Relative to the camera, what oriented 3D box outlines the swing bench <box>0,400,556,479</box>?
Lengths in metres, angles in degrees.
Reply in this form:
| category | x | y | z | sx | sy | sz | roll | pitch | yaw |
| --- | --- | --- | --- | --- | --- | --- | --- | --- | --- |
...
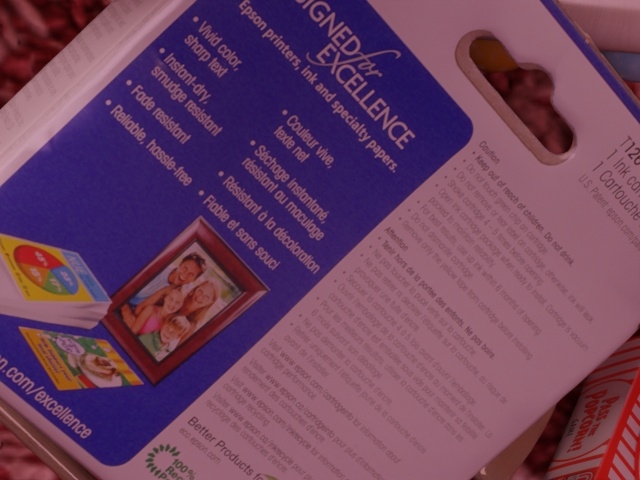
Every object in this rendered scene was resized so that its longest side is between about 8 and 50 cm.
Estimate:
| category | x | y | z | sx | sy | sz | roll | pitch | yaw |
| --- | --- | --- | --- | --- | --- | --- | --- | --- | --- |
| swing bench | -0.027 | 0.057 | 1.007 | 0.255 | 0.165 | 0.253 | -41 | 107 | 9 |

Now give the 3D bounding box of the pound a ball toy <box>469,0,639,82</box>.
| category | x | y | z | sx | sy | sz | roll | pitch | yaw |
| --- | --- | --- | --- | --- | --- | --- | --- | --- | --- |
| pound a ball toy | 0.079 | -0.145 | 0.922 | 0.319 | 0.208 | 0.135 | 4 | 109 | -7 |

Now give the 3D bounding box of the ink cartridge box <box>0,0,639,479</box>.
| category | x | y | z | sx | sy | sz | roll | pitch | yaw |
| --- | --- | --- | --- | --- | --- | --- | --- | --- | --- |
| ink cartridge box | 0.000 | 0.000 | 0.850 | 0.307 | 0.072 | 0.303 | -43 | 120 | 2 |

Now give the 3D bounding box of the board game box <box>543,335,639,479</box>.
| category | x | y | z | sx | sy | sz | roll | pitch | yaw |
| --- | --- | --- | --- | --- | --- | --- | --- | --- | --- |
| board game box | 0.215 | 0.175 | 1.079 | 0.045 | 0.146 | 0.193 | -23 | 114 | 40 |
